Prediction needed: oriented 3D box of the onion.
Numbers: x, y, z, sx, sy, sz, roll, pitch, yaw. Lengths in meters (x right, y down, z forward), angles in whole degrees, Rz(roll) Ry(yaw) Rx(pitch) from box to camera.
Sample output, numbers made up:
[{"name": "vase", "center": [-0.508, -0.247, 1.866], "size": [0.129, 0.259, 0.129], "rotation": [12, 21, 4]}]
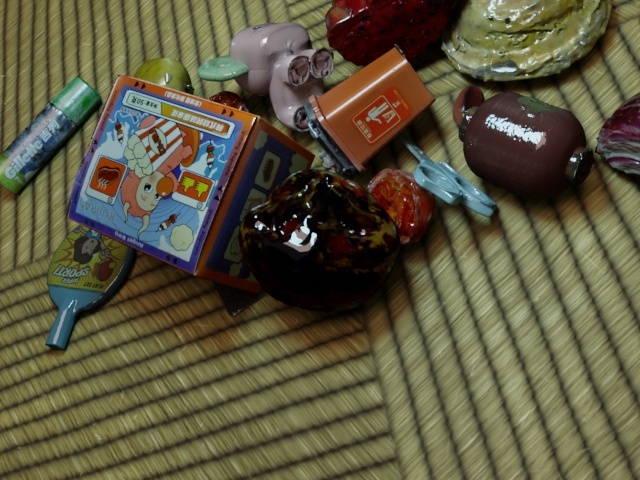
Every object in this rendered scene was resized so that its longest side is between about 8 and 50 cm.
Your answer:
[{"name": "onion", "center": [0.650, -0.202, 1.321], "size": [0.280, 0.146, 0.314], "rotation": [-46, 52, -10]}]

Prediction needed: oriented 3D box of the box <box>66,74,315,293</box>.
[{"name": "box", "center": [-0.257, -0.109, 1.536], "size": [0.349, 0.257, 0.318], "rotation": [22, 90, 28]}]

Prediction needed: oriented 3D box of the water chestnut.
[{"name": "water chestnut", "center": [0.000, 0.000, 1.406], "size": [0.289, 0.244, 0.289], "rotation": [0, 88, 11]}]

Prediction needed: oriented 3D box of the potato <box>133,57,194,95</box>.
[{"name": "potato", "center": [-0.371, -0.342, 1.803], "size": [0.300, 0.140, 0.173], "rotation": [-142, 56, -65]}]

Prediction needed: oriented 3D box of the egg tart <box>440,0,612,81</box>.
[{"name": "egg tart", "center": [0.405, -0.474, 1.570], "size": [0.352, 0.150, 0.352], "rotation": [-11, 56, 17]}]

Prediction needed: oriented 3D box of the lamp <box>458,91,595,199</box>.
[{"name": "lamp", "center": [0.371, -0.174, 1.413], "size": [0.258, 0.180, 0.180], "rotation": [30, 78, 34]}]

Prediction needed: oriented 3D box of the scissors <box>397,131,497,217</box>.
[{"name": "scissors", "center": [0.208, -0.157, 1.503], "size": [0.029, 0.191, 0.360], "rotation": [-60, 36, 24]}]

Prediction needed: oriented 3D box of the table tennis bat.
[{"name": "table tennis bat", "center": [-0.531, 0.087, 1.733], "size": [0.215, 0.044, 0.329], "rotation": [7, 65, 25]}]

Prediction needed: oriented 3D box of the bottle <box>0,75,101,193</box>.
[{"name": "bottle", "center": [-0.697, -0.270, 1.959], "size": [0.093, 0.093, 0.330], "rotation": [35, 81, 33]}]

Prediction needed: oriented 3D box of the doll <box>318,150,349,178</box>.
[{"name": "doll", "center": [0.029, -0.156, 1.623], "size": [0.058, 0.040, 0.085], "rotation": [-21, 57, 24]}]

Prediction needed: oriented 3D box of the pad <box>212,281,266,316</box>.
[{"name": "pad", "center": [-0.164, -0.017, 1.650], "size": [0.220, 0.004, 0.330], "rotation": [-34, 56, 3]}]

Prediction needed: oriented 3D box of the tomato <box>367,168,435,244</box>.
[{"name": "tomato", "center": [0.167, -0.065, 1.474], "size": [0.159, 0.091, 0.139], "rotation": [37, 125, 47]}]

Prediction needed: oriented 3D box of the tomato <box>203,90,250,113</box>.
[{"name": "tomato", "center": [-0.216, -0.239, 1.740], "size": [0.174, 0.082, 0.166], "rotation": [-49, 61, 2]}]

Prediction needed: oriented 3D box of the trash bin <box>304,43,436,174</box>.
[{"name": "trash bin", "center": [0.096, -0.269, 1.552], "size": [0.239, 0.161, 0.184], "rotation": [-37, 25, 9]}]

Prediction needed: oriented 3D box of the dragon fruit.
[{"name": "dragon fruit", "center": [0.159, -0.550, 1.594], "size": [0.329, 0.228, 0.286], "rotation": [-37, 45, 43]}]

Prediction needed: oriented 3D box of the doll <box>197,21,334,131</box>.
[{"name": "doll", "center": [-0.108, -0.372, 1.707], "size": [0.284, 0.216, 0.268], "rotation": [-24, 31, -36]}]

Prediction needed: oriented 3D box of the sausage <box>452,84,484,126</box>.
[{"name": "sausage", "center": [0.298, -0.267, 1.555], "size": [0.059, 0.054, 0.094], "rotation": [21, 69, -7]}]
